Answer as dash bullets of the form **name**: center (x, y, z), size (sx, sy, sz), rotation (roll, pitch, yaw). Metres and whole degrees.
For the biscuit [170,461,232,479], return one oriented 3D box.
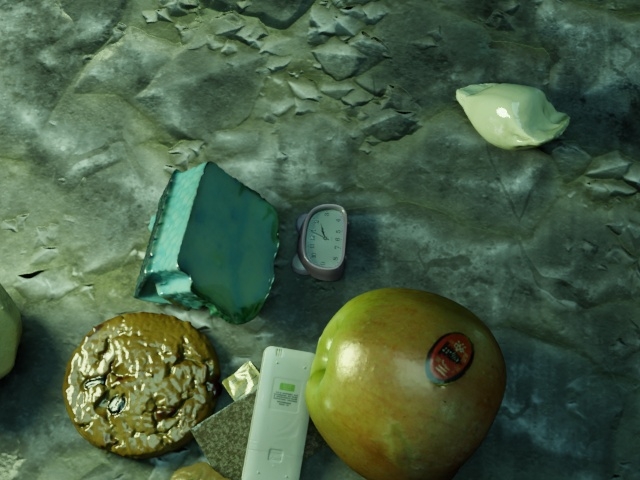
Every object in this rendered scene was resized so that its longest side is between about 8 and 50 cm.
- **biscuit**: center (-0.141, 0.481, 1.379), size (0.183, 0.047, 0.320), rotation (-30, 48, -20)

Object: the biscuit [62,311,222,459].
- **biscuit**: center (-0.329, 0.260, 1.538), size (0.296, 0.075, 0.296), rotation (0, 66, 1)

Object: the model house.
- **model house**: center (-0.245, 0.028, 1.604), size (0.241, 0.226, 0.261), rotation (-11, 55, 38)

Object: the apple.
- **apple**: center (0.134, 0.232, 1.401), size (0.305, 0.338, 0.338), rotation (31, 69, 4)

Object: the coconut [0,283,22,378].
- **coconut**: center (-0.675, 0.171, 1.476), size (0.245, 0.245, 0.247), rotation (30, 32, 14)

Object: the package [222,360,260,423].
- **package**: center (-0.116, 0.293, 1.533), size (0.071, 0.047, 0.131), rotation (-33, 70, -10)

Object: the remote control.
- **remote control**: center (-0.071, 0.318, 1.490), size (0.103, 0.034, 0.250), rotation (10, 81, -9)

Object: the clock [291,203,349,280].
- **clock**: center (0.000, 0.000, 1.662), size (0.110, 0.050, 0.153), rotation (4, 66, 3)

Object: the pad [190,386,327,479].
- **pad**: center (-0.093, 0.344, 1.504), size (0.235, 0.003, 0.158), rotation (-30, 90, -12)

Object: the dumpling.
- **dumpling**: center (0.411, -0.272, 1.755), size (0.179, 0.131, 0.252), rotation (-30, 45, -32)
